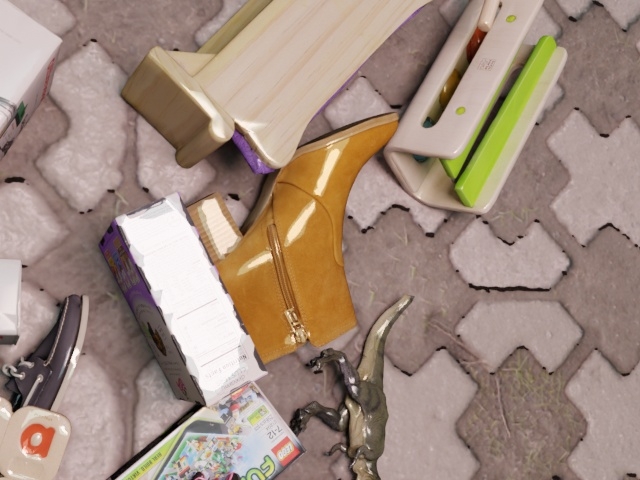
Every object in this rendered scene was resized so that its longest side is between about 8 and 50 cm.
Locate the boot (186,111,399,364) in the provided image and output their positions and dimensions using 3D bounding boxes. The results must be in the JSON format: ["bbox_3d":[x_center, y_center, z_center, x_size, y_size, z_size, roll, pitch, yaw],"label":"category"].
[{"bbox_3d":[0.000,0.000,0.953,0.295,0.104,0.211,-29,99,-11],"label":"boot"}]

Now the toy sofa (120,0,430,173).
[{"bbox_3d":[-0.036,-0.234,0.953,0.177,0.150,0.362,45,69,-14],"label":"toy sofa"}]

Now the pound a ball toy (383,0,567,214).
[{"bbox_3d":[0.182,-0.224,1.026,0.319,0.135,0.208,-61,140,-19],"label":"pound a ball toy"}]

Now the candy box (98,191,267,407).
[{"bbox_3d":[-0.145,0.065,0.850,0.070,0.165,0.196,-27,92,-21],"label":"candy box"}]

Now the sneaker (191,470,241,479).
[{"bbox_3d":[-0.130,0.265,0.846,0.119,0.047,0.057,-7,74,-23],"label":"sneaker"}]

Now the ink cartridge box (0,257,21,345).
[{"bbox_3d":[-0.373,0.057,0.783,0.175,0.127,0.072,3,77,-22],"label":"ink cartridge box"}]

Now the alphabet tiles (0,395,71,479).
[{"bbox_3d":[-0.356,0.272,0.776,0.284,0.021,0.278,19,89,-9],"label":"alphabet tiles"}]

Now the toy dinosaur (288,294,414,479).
[{"bbox_3d":[0.036,0.182,0.963,0.118,0.064,0.268,16,73,-23],"label":"toy dinosaur"}]

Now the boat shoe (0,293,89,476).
[{"bbox_3d":[-0.287,0.145,0.831,0.065,0.075,0.206,21,79,-18],"label":"boat shoe"}]

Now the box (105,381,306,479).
[{"bbox_3d":[-0.128,0.246,0.887,0.207,0.036,0.114,-39,96,-18],"label":"box"}]

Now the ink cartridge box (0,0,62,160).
[{"bbox_3d":[-0.348,-0.111,0.803,0.092,0.160,0.219,33,71,-15],"label":"ink cartridge box"}]
